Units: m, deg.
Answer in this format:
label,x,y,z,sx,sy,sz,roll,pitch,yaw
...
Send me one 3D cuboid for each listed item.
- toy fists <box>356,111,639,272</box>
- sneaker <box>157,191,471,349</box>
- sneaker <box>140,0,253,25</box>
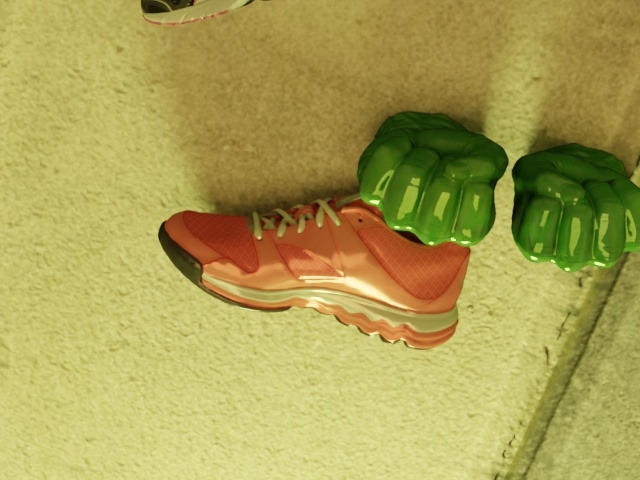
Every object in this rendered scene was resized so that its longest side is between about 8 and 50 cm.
label,x,y,z,sx,sy,sz,roll,pitch,yaw
toy fists,0.173,-0.046,1.664,0.279,0.142,0.096,12,123,-4
sneaker,0.000,0.000,1.743,0.314,0.116,0.136,14,113,-13
sneaker,-0.080,-0.247,1.609,0.178,0.072,0.077,-14,99,14
